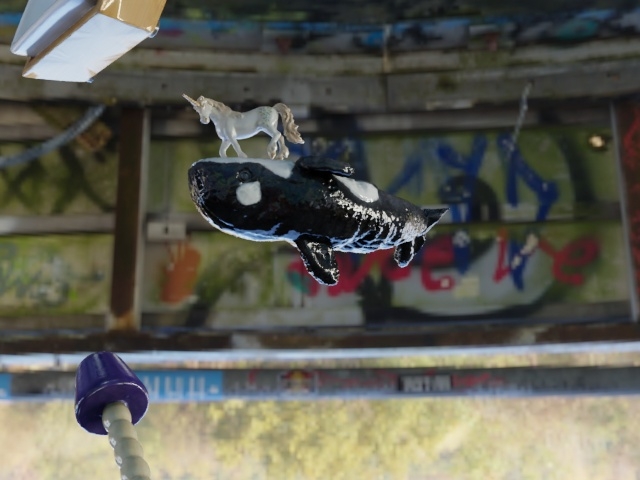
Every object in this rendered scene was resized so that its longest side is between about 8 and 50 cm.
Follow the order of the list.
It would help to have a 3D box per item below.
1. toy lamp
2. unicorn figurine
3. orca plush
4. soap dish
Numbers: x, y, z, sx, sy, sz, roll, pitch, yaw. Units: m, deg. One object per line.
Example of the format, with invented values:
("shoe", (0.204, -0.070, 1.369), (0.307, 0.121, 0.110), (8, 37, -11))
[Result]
("toy lamp", (-0.184, 0.213, 1.108), (0.080, 0.275, 0.080), (-13, 131, -15))
("unicorn figurine", (-0.113, -0.158, 1.627), (0.162, 0.111, 0.060), (-12, 175, -22))
("orca plush", (0.000, 0.000, 1.103), (0.151, 0.102, 0.287), (-14, 158, 36))
("soap dish", (-0.275, -0.332, 1.460), (0.118, 0.229, 0.291), (26, 160, -26))
